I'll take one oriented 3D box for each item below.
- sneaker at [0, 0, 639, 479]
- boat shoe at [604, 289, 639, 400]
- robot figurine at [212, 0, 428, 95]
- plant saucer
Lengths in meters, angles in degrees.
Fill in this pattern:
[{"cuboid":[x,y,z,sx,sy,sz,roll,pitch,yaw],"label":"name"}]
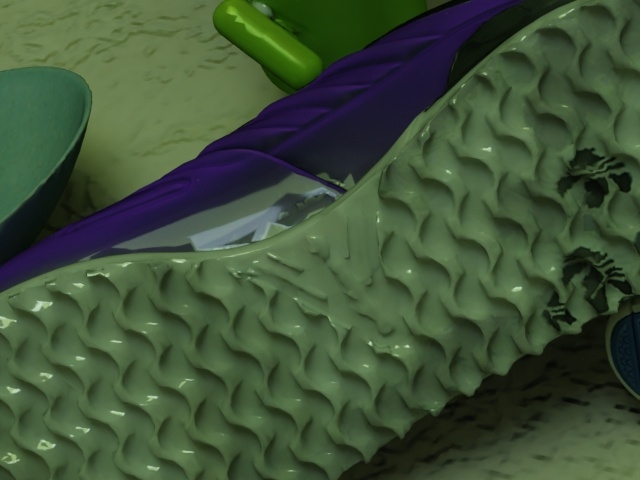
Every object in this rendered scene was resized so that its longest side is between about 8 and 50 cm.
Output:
[{"cuboid":[0.001,0.001,0.605,0.293,0.102,0.146,-26,18,11],"label":"sneaker"},{"cuboid":[0.178,0.024,0.550,0.183,0.066,0.066,3,37,16],"label":"boat shoe"},{"cuboid":[0.001,-0.097,0.674,0.067,0.115,0.101,22,57,33],"label":"robot figurine"},{"cuboid":[-0.160,0.005,0.659,0.195,0.037,0.195,-21,26,11],"label":"plant saucer"}]
